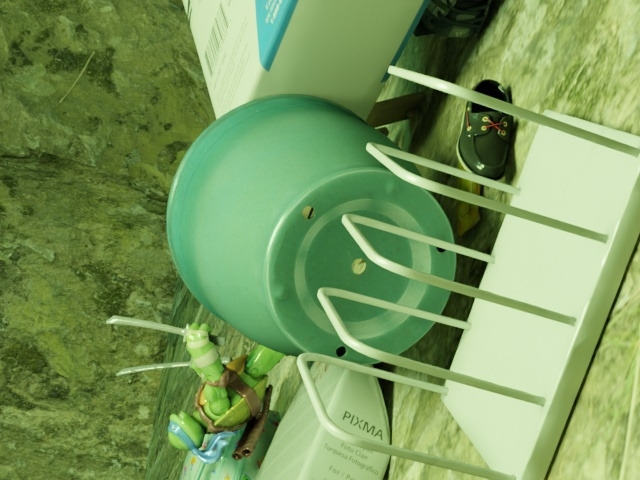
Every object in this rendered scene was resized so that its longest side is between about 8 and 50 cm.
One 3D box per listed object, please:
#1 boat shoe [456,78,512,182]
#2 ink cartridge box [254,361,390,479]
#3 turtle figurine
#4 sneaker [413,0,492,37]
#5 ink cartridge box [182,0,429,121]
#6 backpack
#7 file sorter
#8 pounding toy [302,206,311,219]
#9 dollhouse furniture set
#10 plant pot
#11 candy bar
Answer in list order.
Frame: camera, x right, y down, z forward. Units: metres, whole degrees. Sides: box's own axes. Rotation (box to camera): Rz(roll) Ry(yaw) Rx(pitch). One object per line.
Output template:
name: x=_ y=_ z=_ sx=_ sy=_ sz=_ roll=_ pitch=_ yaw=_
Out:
boat shoe: x=0.161 y=-0.107 z=0.974 sx=0.133 sy=0.048 sz=0.042 roll=-82 pitch=6 yaw=-46
ink cartridge box: x=0.010 y=0.241 z=1.204 sx=0.385 sy=0.091 sz=0.308 roll=-63 pitch=4 yaw=-34
turtle figurine: x=-0.134 y=0.139 z=1.370 sx=0.274 sy=0.266 sz=0.198 roll=40 pitch=153 yaw=39
sneaker: x=0.166 y=-0.285 z=1.095 sx=0.300 sy=0.111 sz=0.121 roll=-141 pitch=49 yaw=-76
ink cartridge box: x=-0.043 y=-0.337 z=1.184 sx=0.285 sy=0.166 sz=0.395 roll=-61 pitch=38 yaw=45
backpack: x=-0.119 y=0.327 z=1.435 sx=0.166 sy=0.144 sz=0.188 roll=-67 pitch=22 yaw=7
file sorter: x=0.106 y=0.021 z=0.787 sx=0.193 sy=0.173 sz=0.278 roll=-124 pitch=50 yaw=-74
pounding toy: x=-0.089 y=-0.105 z=1.768 sx=0.269 sy=0.154 sz=0.154 roll=-118 pitch=41 yaw=-71
dollhouse furniture set: x=0.088 y=-0.080 z=1.290 sx=0.151 sy=0.123 sz=0.144 roll=63 pitch=151 yaw=16
plant pot: x=0.000 y=0.000 z=0.994 sx=0.255 sy=0.271 sz=0.272 roll=-144 pitch=70 yaw=-69
candy bar: x=0.156 y=-0.082 z=1.033 sx=0.040 sy=0.018 sz=0.162 roll=133 pitch=150 yaw=-56
